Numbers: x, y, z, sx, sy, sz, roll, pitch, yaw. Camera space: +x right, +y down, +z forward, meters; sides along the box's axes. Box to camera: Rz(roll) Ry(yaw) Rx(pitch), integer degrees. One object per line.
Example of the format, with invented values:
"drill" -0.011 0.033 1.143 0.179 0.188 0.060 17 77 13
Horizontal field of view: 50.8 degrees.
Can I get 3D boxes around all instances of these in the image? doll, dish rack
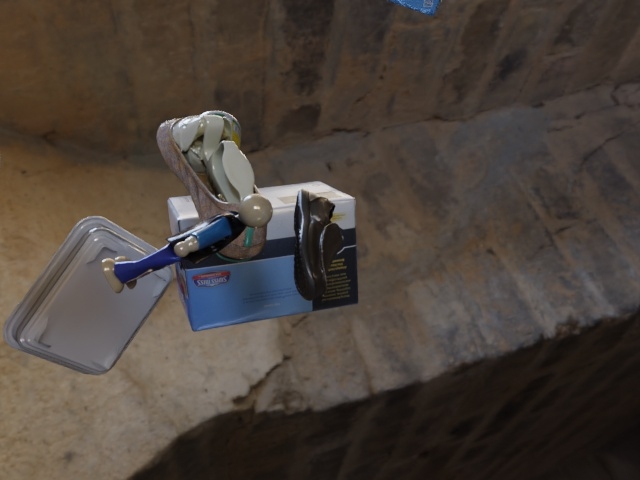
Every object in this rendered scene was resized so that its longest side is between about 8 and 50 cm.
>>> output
"doll" -0.137 0.003 0.725 0.129 0.189 0.046 -32 -81 -84
"dish rack" -0.487 0.139 1.481 0.072 0.332 0.285 28 172 44

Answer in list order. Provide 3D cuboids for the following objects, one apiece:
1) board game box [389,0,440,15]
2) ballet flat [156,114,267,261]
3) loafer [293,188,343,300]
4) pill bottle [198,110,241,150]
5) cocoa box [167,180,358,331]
"board game box" 0.037 -0.512 1.179 0.302 0.308 0.086 -108 35 -58
"ballet flat" -0.144 -0.108 0.933 0.316 0.108 0.106 55 140 36
"loafer" 0.000 0.000 1.069 0.080 0.078 0.220 102 169 -48
"pill bottle" -0.248 -0.195 1.569 0.117 0.118 0.208 94 175 -49
"cocoa box" -0.121 0.022 1.386 0.231 0.347 0.227 -143 47 -67
